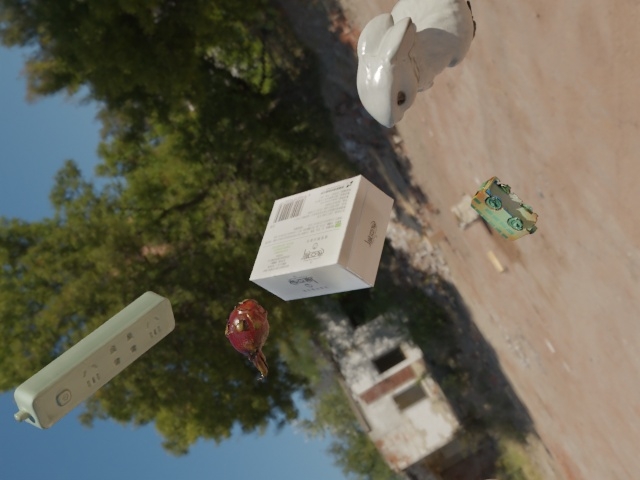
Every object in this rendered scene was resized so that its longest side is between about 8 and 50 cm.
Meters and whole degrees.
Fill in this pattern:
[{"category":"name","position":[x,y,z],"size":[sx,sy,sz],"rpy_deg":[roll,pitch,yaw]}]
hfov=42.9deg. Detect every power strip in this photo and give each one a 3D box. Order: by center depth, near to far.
[{"category":"power strip","position":[-0.442,0.236,1.611],"size":[0.062,0.385,0.091],"rpy_deg":[16,128,32]}]

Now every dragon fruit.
[{"category":"dragon fruit","position":[-0.197,0.291,2.353],"size":[0.125,0.125,0.246],"rpy_deg":[-62,-43,-70]}]

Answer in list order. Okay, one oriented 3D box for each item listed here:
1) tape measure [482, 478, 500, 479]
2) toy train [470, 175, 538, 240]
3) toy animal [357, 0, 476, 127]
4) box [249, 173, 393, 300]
[{"category":"tape measure","position":[0.311,0.528,1.423],"size":[0.271,0.133,0.231],"rpy_deg":[-3,-134,-39]},{"category":"toy train","position":[0.477,-0.077,2.113],"size":[0.188,0.072,0.099],"rpy_deg":[42,147,-8]},{"category":"toy animal","position":[0.194,-0.407,1.725],"size":[0.194,0.357,0.258],"rpy_deg":[22,136,21]},{"category":"box","position":[0.000,0.000,1.597],"size":[0.111,0.260,0.194],"rpy_deg":[35,-120,-35]}]
